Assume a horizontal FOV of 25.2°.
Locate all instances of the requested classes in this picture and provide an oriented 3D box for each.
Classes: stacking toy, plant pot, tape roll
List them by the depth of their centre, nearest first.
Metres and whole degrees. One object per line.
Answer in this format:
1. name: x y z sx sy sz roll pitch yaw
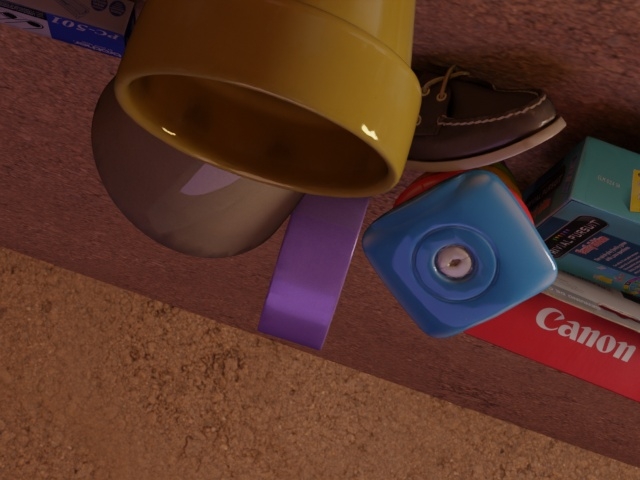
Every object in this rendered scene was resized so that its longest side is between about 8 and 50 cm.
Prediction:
1. plant pot: -0.020 -0.193 1.228 0.254 0.239 0.254 17 166 4
2. plant pot: -0.076 -0.146 1.534 0.256 0.256 0.274 23 149 -21
3. stacking toy: 0.169 -0.045 1.623 0.175 0.302 0.165 -29 108 25
4. tape roll: 0.000 0.000 1.862 0.090 0.274 0.275 18 166 1

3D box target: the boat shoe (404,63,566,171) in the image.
1. boat shoe: 0.123 -0.135 1.547 0.324 0.117 0.096 0 114 53

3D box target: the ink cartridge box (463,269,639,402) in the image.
1. ink cartridge box: 0.323 0.088 1.844 0.309 0.130 0.272 22 -157 -16

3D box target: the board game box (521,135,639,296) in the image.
1. board game box: 0.406 0.004 1.619 0.336 0.079 0.254 19 165 -4

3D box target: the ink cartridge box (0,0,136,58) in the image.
1. ink cartridge box: -0.320 -0.272 1.662 0.207 0.046 0.097 16 169 -3
